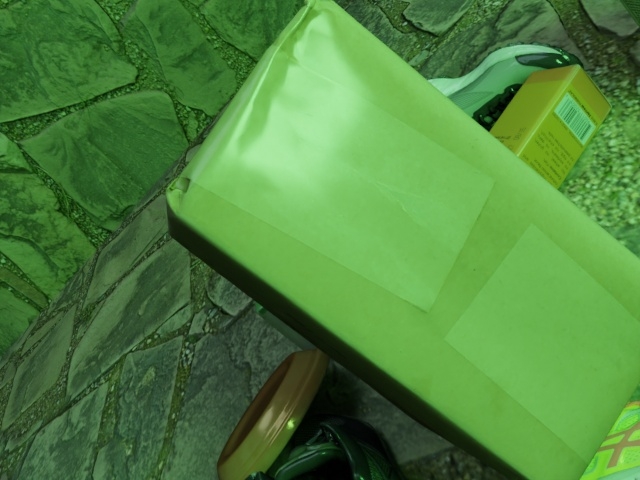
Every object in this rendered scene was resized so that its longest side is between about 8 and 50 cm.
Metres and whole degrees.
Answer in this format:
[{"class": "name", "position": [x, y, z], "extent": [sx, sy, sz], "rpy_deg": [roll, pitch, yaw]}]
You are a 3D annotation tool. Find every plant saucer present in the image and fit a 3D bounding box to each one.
[{"class": "plant saucer", "position": [-0.060, 0.204, 0.799], "extent": [0.200, 0.037, 0.200], "rpy_deg": [-54, 4, 6]}]

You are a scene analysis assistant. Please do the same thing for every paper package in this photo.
[{"class": "paper package", "position": [0.049, 0.017, 0.555], "extent": [0.168, 0.325, 0.309], "rpy_deg": [-54, 9, -9]}]

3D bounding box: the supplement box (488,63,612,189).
[{"class": "supplement box", "position": [0.224, -0.085, 0.779], "extent": [0.233, 0.080, 0.078], "rpy_deg": [-52, 24, -9]}]

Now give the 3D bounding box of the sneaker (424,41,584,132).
[{"class": "sneaker", "position": [0.221, -0.179, 0.920], "extent": [0.272, 0.100, 0.107], "rpy_deg": [-15, 65, 46]}]

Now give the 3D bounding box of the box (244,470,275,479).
[{"class": "box", "position": [-0.128, 0.445, 0.581], "extent": [0.395, 0.097, 0.318], "rpy_deg": [-46, 28, 7]}]

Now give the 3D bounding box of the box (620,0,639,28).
[{"class": "box", "position": [0.357, -0.273, 0.638], "extent": [0.127, 0.232, 0.148], "rpy_deg": [-47, 25, 7]}]

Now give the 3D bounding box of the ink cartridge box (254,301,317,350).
[{"class": "ink cartridge box", "position": [0.000, 0.000, 0.977], "extent": [0.201, 0.117, 0.278], "rpy_deg": [-45, 24, 9]}]

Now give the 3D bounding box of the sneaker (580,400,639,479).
[{"class": "sneaker", "position": [0.227, 0.135, 0.454], "extent": [0.209, 0.081, 0.094], "rpy_deg": [-35, 26, 30]}]

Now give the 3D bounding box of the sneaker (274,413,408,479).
[{"class": "sneaker", "position": [0.008, 0.206, 0.659], "extent": [0.087, 0.130, 0.227], "rpy_deg": [-49, 22, -3]}]
